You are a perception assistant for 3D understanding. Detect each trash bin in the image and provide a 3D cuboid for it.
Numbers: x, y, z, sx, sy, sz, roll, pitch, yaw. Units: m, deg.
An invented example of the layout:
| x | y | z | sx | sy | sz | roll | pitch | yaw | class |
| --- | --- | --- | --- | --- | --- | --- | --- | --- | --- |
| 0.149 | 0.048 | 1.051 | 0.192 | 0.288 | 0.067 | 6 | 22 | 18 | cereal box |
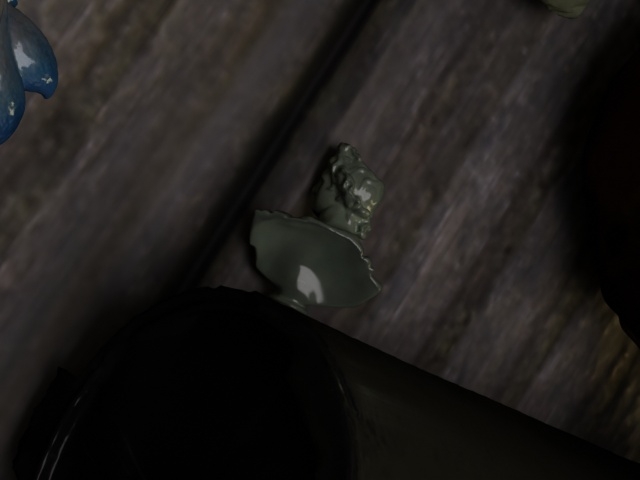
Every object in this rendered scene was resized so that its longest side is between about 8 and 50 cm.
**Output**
| x | y | z | sx | sy | sz | roll | pitch | yaw | class |
| --- | --- | --- | --- | --- | --- | --- | --- | --- | --- |
| 0.040 | 0.161 | 0.581 | 0.302 | 0.252 | 0.202 | 28 | 84 | -38 | trash bin |

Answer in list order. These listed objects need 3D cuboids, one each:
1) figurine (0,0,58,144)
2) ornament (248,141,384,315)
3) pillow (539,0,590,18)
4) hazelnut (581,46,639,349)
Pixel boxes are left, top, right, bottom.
| x | y | z | sx | sy | sz | roll | pitch | yaw | class |
| --- | --- | --- | --- | --- | --- | --- | --- | --- | --- |
| -0.166 | -0.073 | 0.497 | 0.114 | 0.079 | 0.114 | -1 | 95 | -15 | figurine |
| -0.001 | 0.004 | 0.633 | 0.092 | 0.041 | 0.068 | -37 | 96 | -6 | ornament |
| 0.120 | -0.292 | 0.616 | 0.274 | 0.076 | 0.280 | 37 | 82 | -34 | pillow |
| 0.250 | -0.012 | 0.702 | 0.217 | 0.217 | 0.251 | -35 | 107 | -20 | hazelnut |
